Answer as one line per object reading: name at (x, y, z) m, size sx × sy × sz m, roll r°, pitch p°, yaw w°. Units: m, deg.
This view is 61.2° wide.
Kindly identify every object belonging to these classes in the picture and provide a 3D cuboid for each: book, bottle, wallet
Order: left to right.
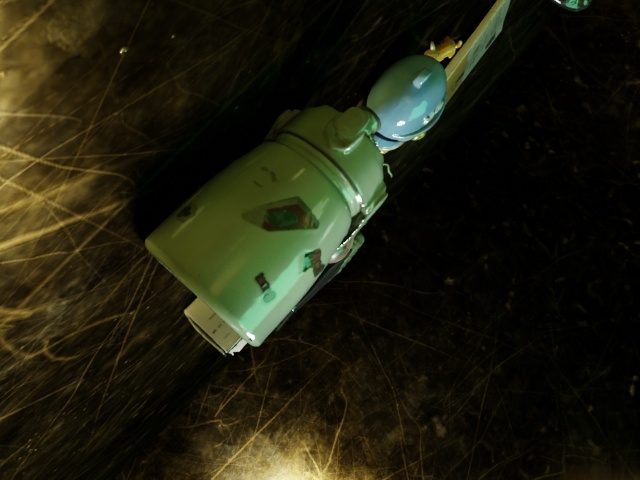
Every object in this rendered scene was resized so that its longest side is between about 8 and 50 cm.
bottle at (-0.052, -0.047, 0.769) m, size 0.351 × 0.229 × 0.229 m, roll -48°, pitch 174°, yaw -14°
wallet at (-0.016, 0.110, 1.272) m, size 0.244 × 0.025 × 0.124 m, roll -41°, pitch 171°, yaw -39°
book at (0.391, -0.481, 1.494) m, size 0.388 × 0.032 × 0.269 m, roll -54°, pitch 169°, yaw 6°

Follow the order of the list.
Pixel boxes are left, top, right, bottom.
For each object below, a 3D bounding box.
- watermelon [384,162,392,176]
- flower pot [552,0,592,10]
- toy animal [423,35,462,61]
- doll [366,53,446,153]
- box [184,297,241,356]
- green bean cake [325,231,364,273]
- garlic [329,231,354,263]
watermelon at (0.111, -0.147, 1.463) m, size 0.187 × 0.141 × 0.141 m, roll -54°, pitch 171°, yaw 29°
flower pot at (0.603, -0.653, 1.146) m, size 0.266 × 0.266 × 0.267 m, roll -43°, pitch -177°, yaw -32°
toy animal at (0.265, -0.414, 1.194) m, size 0.081 × 0.060 × 0.083 m, roll -2°, pitch -155°, yaw 36°
doll at (0.165, -0.264, 1.089) m, size 0.177 × 0.141 × 0.314 m, roll -49°, pitch 177°, yaw -10°
box at (-0.153, 0.113, 1.297) m, size 0.333 × 0.145 × 0.173 m, roll -47°, pitch 172°, yaw -7°
green bean cake at (0.000, 0.000, 1.429) m, size 0.094 × 0.183 × 0.185 m, roll -38°, pitch 170°, yaw -47°
garlic at (0.011, -0.076, 1.173) m, size 0.245 × 0.161 × 0.244 m, roll 15°, pitch 90°, yaw -70°
